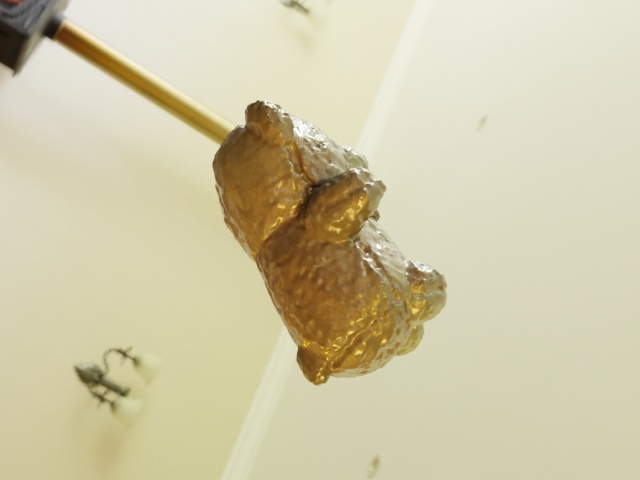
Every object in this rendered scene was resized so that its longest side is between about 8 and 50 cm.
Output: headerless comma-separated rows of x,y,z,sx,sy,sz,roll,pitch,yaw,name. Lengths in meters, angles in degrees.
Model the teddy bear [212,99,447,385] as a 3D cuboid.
0.000,0.001,0.834,0.267,0.151,0.236,63,-22,23,teddy bear
